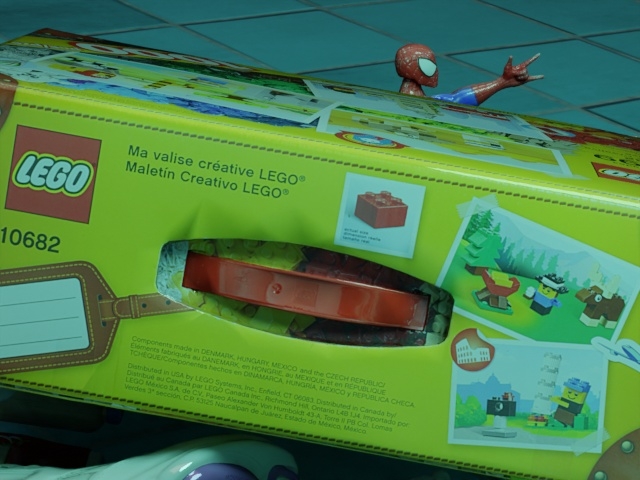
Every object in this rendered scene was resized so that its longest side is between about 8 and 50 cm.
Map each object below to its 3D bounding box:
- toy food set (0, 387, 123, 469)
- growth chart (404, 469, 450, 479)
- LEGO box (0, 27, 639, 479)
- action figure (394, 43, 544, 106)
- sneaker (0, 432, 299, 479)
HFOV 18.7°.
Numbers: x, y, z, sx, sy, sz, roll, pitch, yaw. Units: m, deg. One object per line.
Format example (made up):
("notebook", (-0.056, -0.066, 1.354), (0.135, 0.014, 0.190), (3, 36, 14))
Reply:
("toy food set", (-0.196, 0.118, 1.366), (0.105, 0.111, 0.232), (7, 12, 4))
("growth chart", (0.093, 0.185, 1.306), (0.172, 0.021, 0.237), (-9, 5, -40))
("LEGO box", (0.000, 0.000, 1.349), (0.500, 0.193, 0.372), (10, 11, 1))
("action figure", (0.140, -0.038, 1.579), (0.139, 0.280, 0.091), (-17, 20, 7))
("sneaker", (-0.151, 0.171, 1.237), (0.305, 0.114, 0.152), (-12, 28, -38))
